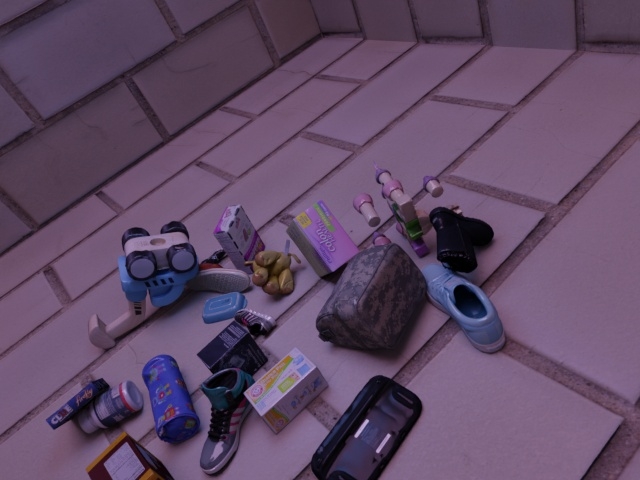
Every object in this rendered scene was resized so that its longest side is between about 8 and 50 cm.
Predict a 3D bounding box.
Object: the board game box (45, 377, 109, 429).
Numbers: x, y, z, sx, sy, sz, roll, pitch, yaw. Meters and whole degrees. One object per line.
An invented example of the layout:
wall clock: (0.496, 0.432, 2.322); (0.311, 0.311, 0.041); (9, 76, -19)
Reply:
board game box: (-0.794, 0.533, 1.645); (0.165, 0.042, 0.243); (-42, 1, -20)

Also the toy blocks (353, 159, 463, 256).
toy blocks: (0.283, -0.116, 1.701); (0.308, 0.289, 0.260); (-27, 40, 3)

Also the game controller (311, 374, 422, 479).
game controller: (0.120, 0.495, 1.273); (0.166, 0.067, 0.319); (28, 62, 31)

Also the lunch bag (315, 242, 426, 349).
lunch bag: (0.138, 0.173, 1.509); (0.256, 0.213, 0.305); (-15, 33, 49)

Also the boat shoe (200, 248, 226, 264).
boat shoe: (-0.449, 0.079, 2.094); (0.125, 0.046, 0.038); (-29, 37, 1)

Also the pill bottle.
pill bottle: (-0.687, 0.547, 1.628); (0.180, 0.108, 0.108); (-29, 37, -4)

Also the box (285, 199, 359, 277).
box: (0.000, 0.000, 1.704); (0.117, 0.214, 0.243); (-36, -1, -12)

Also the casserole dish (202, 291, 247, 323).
casserole dish: (-0.365, 0.245, 1.857); (0.188, 0.037, 0.114); (-15, 39, 13)

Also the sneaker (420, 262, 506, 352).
sneaker: (0.399, 0.148, 1.433); (0.135, 0.150, 0.366); (-31, 37, -7)

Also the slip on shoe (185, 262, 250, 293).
slip on shoe: (-0.403, 0.136, 1.949); (0.331, 0.123, 0.101); (-2, 39, 35)

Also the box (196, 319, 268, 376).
box: (-0.273, 0.367, 1.561); (0.158, 0.156, 0.093); (-42, 41, -20)

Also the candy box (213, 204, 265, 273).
candy box: (-0.315, -0.001, 1.956); (0.071, 0.234, 0.159); (-7, 40, 22)

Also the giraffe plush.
giraffe plush: (-0.195, 0.103, 1.844); (0.170, 0.181, 0.210); (-14, 44, 50)

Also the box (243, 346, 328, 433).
box: (-0.099, 0.428, 1.429); (0.203, 0.103, 0.114); (-40, 39, -17)

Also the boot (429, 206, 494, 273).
boot: (0.447, 0.019, 1.534); (0.094, 0.246, 0.207); (-50, 29, 40)

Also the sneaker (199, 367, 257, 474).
sneaker: (-0.283, 0.484, 1.408); (0.123, 0.179, 0.296); (-3, 43, 28)

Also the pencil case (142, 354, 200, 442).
pencil case: (-0.476, 0.496, 1.558); (0.133, 0.119, 0.306); (-42, 39, -3)

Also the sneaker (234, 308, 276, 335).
sneaker: (-0.238, 0.285, 1.712); (0.170, 0.063, 0.075); (7, 42, 29)

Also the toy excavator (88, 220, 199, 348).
toy excavator: (-0.677, 0.192, 1.901); (0.432, 0.446, 0.222); (-10, 33, -22)

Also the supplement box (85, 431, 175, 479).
supplement box: (-0.478, 0.651, 1.314); (0.129, 0.191, 0.194); (-44, 40, -22)
